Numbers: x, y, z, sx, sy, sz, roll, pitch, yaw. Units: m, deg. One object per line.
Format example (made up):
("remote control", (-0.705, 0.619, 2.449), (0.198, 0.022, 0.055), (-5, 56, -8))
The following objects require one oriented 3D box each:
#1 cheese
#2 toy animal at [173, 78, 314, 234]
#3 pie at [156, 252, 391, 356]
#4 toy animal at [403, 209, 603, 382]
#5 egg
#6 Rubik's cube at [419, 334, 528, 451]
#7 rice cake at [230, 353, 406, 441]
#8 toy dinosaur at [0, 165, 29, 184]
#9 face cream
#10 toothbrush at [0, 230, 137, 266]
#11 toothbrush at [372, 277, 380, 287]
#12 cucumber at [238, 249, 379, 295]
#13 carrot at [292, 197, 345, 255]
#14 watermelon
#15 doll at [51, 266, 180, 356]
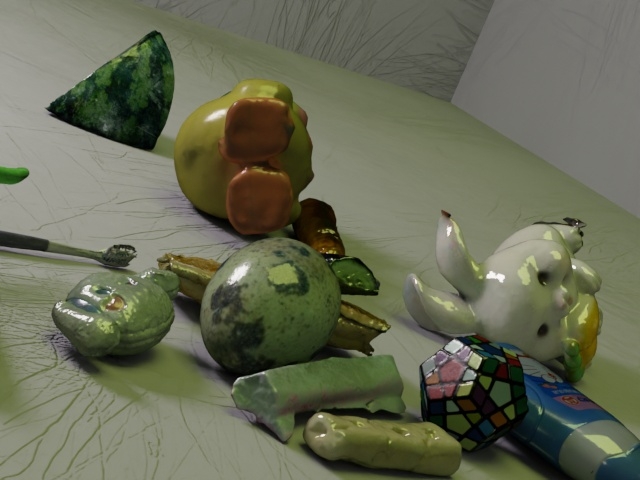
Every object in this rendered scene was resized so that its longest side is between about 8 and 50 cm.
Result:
("cheese", (0.065, 0.205, 1.700), (0.194, 0.043, 0.065), (13, 21, -44))
("toy animal", (-0.109, -0.122, 2.394), (0.191, 0.216, 0.338), (-4, 10, 3))
("pie", (-0.063, 0.071, 1.946), (0.282, 0.068, 0.128), (21, -3, -15))
("toy animal", (0.274, 0.069, 2.326), (0.247, 0.183, 0.310), (23, 17, 20))
("egg", (-0.055, 0.074, 1.797), (0.141, 0.141, 0.181), (27, 36, 18))
("Rubik's cube", (0.167, 0.168, 1.863), (0.133, 0.112, 0.133), (22, 11, -5))
("rice cake", (0.007, 0.162, 1.772), (0.290, 0.051, 0.081), (-2, 61, -60))
("toy dinosaur", (-0.595, -0.111, 1.750), (0.374, 0.144, 0.500), (17, 4, 35))
("face cream", (0.274, 0.211, 1.938), (0.149, 0.083, 0.264), (11, 18, -41))
("toothbrush", (-0.323, 0.003, 1.882), (0.288, 0.026, 0.024), (10, 60, -42))
("toothbrush", (-0.009, 0.055, 2.218), (0.031, 0.023, 0.321), (22, 10, 29))
("cucumber", (-0.039, 0.034, 2.004), (0.220, 0.046, 0.070), (2, -12, 33))
("carrot", (0.000, 0.000, 2.344), (0.066, 0.066, 0.314), (21, 11, -10))
("watermelon", (-0.331, -0.251, 2.632), (0.202, 0.207, 0.136), (12, -21, 31))
("doll", (-0.204, 0.073, 1.708), (0.103, 0.071, 0.214), (14, 19, 14))
